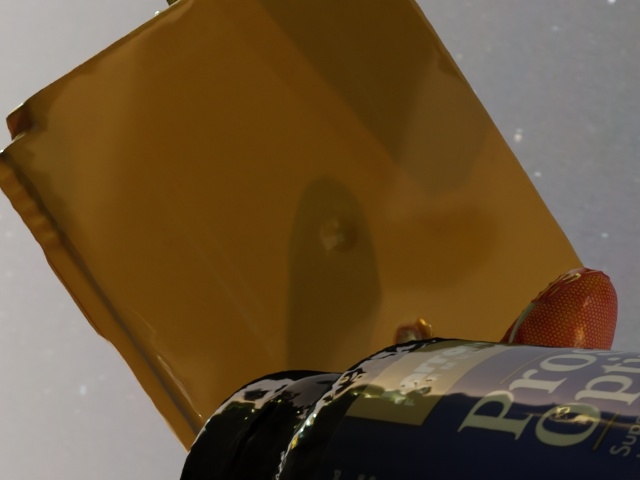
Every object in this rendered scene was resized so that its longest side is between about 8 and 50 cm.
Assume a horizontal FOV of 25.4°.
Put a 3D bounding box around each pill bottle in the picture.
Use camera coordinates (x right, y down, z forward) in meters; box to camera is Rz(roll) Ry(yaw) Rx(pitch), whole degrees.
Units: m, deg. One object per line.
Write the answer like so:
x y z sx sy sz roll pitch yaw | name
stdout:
0.062 0.089 0.381 0.219 0.122 0.123 1 -95 47 | pill bottle

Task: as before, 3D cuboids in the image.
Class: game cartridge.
0.000 0.000 0.834 0.324 0.285 0.052 56 -30 -8 | game cartridge

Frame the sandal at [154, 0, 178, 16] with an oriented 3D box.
-0.093 -0.136 1.211 0.138 0.126 0.317 43 -72 22 | sandal

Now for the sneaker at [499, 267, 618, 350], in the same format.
0.108 0.099 0.664 0.067 0.064 0.175 26 -79 54 | sneaker
